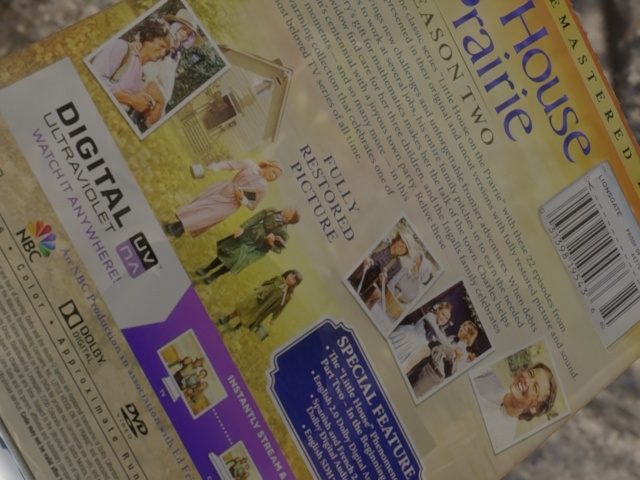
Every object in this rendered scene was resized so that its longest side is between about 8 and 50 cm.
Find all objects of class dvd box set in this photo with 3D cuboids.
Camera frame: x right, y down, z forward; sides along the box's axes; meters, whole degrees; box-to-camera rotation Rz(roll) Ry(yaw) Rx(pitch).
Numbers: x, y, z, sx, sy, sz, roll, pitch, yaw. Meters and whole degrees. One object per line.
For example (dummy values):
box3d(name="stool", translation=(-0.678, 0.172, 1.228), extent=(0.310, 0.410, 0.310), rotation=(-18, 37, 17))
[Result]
box3d(name="dvd box set", translation=(0.000, 0.000, 0.780), extent=(0.062, 0.420, 0.308), rotation=(-14, 107, 54))
